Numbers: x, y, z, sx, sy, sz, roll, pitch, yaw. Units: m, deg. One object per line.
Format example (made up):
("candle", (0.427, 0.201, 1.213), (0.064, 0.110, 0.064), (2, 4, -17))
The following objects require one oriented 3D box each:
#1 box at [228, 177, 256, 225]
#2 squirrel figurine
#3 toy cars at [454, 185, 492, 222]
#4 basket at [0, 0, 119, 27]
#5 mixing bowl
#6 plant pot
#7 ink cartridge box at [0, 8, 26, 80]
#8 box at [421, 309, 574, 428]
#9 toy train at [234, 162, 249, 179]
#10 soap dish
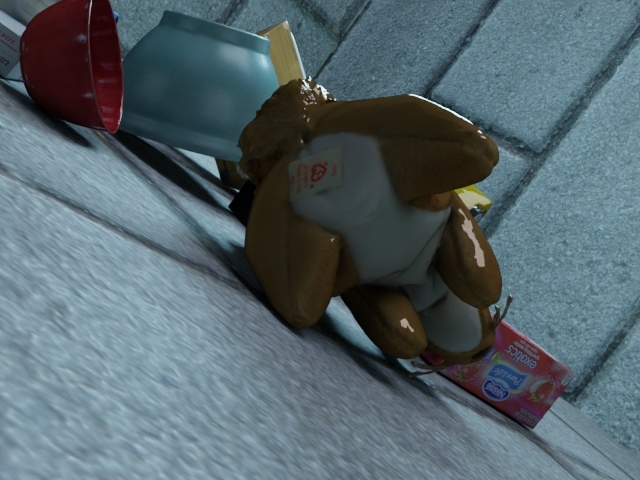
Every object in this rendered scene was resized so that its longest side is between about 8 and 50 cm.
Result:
("box", (0.000, 0.000, 1.477), (0.261, 0.103, 0.184), (33, 3, -37))
("squirrel figurine", (0.074, -0.012, 1.133), (0.397, 0.281, 0.370), (44, 2, 42))
("toy cars", (0.167, 0.038, 1.419), (0.177, 0.087, 0.393), (14, 44, 3))
("basket", (-0.406, -0.409, 1.355), (0.201, 0.289, 0.255), (39, 2, 6))
("mixing bowl", (-0.313, -0.220, 1.116), (0.098, 0.181, 0.181), (-4, 6, 0))
("plant pot", (-0.186, -0.251, 1.430), (0.293, 0.196, 0.293), (16, 10, -3))
("ink cartridge box", (-0.426, -0.265, 1.177), (0.104, 0.061, 0.181), (36, 4, -7))
("box", (0.275, 0.187, 1.468), (0.257, 0.122, 0.128), (34, 4, -31))
("toy train", (-0.080, -0.065, 1.624), (0.248, 0.105, 0.143), (33, 19, -42))
("soap dish", (-0.126, -0.252, 1.741), (0.118, 0.229, 0.290), (-23, 99, -53))
